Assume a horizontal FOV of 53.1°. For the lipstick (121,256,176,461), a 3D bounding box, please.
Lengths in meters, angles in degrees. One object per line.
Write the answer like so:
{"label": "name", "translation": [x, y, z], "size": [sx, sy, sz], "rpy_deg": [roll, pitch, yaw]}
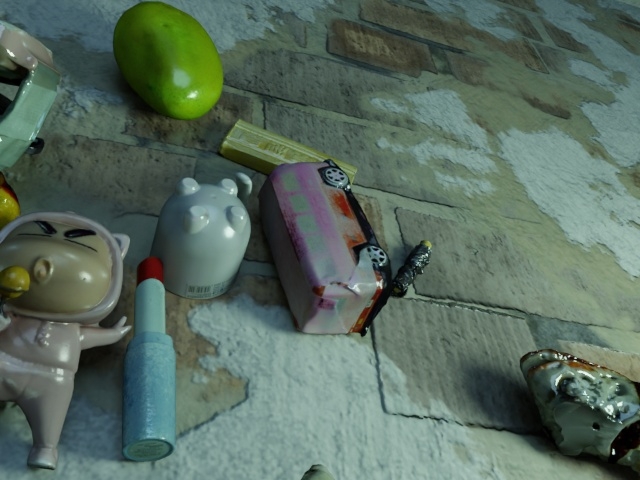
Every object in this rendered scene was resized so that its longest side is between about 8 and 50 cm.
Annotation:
{"label": "lipstick", "translation": [-0.213, 0.133, 0.799], "size": [0.061, 0.068, 0.274], "rpy_deg": [14, 41, -28]}

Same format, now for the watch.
{"label": "watch", "translation": [-0.504, -0.178, 0.857], "size": [0.253, 0.241, 0.162], "rpy_deg": [13, -1, 0]}

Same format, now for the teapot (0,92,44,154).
{"label": "teapot", "translation": [-0.498, -0.185, 0.993], "size": [0.177, 0.087, 0.096], "rpy_deg": [34, 16, 10]}

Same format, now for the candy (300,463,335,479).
{"label": "candy", "translation": [0.029, 0.395, 0.594], "size": [0.179, 0.135, 0.320], "rpy_deg": [-27, 62, -41]}

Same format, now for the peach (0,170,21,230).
{"label": "peach", "translation": [-0.454, 0.016, 0.737], "size": [0.153, 0.159, 0.267], "rpy_deg": [5, 31, -9]}

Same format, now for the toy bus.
{"label": "toy bus", "translation": [0.000, 0.000, 0.996], "size": [0.147, 0.128, 0.303], "rpy_deg": [-3, 48, -24]}

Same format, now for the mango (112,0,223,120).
{"label": "mango", "translation": [-0.274, -0.329, 1.195], "size": [0.185, 0.149, 0.273], "rpy_deg": [-14, 60, -45]}

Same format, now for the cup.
{"label": "cup", "translation": [-0.152, -0.016, 0.930], "size": [0.173, 0.142, 0.134], "rpy_deg": [-14, 54, -37]}

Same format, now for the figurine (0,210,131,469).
{"label": "figurine", "translation": [-0.298, 0.086, 0.699], "size": [0.176, 0.186, 0.288], "rpy_deg": [21, 56, -14]}

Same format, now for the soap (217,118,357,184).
{"label": "soap", "translation": [-0.060, -0.147, 1.191], "size": [0.252, 0.037, 0.092], "rpy_deg": [22, 40, -3]}

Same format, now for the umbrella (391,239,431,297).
{"label": "umbrella", "translation": [0.158, 0.045, 1.093], "size": [0.040, 0.037, 0.144], "rpy_deg": [28, 43, 12]}

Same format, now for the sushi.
{"label": "sushi", "translation": [0.440, 0.267, 0.934], "size": [0.332, 0.124, 0.130], "rpy_deg": [20, 30, -4]}
